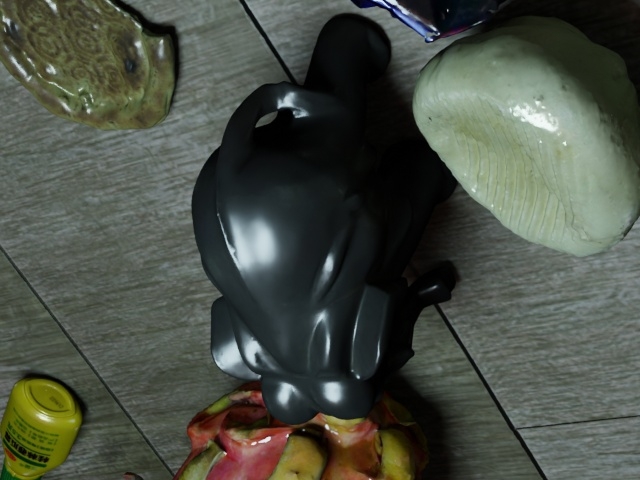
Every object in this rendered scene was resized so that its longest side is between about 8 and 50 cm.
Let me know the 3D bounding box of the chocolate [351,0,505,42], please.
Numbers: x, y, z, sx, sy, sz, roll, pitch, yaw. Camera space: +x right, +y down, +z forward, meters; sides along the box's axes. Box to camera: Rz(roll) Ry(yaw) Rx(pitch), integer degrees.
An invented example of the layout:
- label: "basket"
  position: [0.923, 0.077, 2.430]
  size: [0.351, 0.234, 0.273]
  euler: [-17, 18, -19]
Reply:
- label: "chocolate"
  position: [-0.006, -0.250, 1.335]
  size: [0.343, 0.126, 0.148]
  euler: [10, 92, 17]

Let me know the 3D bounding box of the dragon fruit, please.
- label: "dragon fruit"
  position: [-0.013, 0.255, 1.687]
  size: [0.314, 0.296, 0.263]
  euler: [15, 115, -22]

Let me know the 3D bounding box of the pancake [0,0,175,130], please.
- label: "pancake"
  position: [-0.238, -0.195, 1.580]
  size: [0.235, 0.029, 0.212]
  euler: [43, 138, -9]

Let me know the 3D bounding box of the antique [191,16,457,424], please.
- label: "antique"
  position: [0.000, 0.000, 1.461]
  size: [0.185, 0.255, 0.322]
  euler: [-7, 128, 32]

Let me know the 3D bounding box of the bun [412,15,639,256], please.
- label: "bun"
  position: [0.185, -0.099, 1.345]
  size: [0.231, 0.133, 0.231]
  euler: [35, 162, 13]

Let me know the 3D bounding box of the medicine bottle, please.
- label: "medicine bottle"
  position: [-0.363, 0.263, 2.056]
  size: [0.095, 0.064, 0.260]
  euler: [30, 139, 2]
